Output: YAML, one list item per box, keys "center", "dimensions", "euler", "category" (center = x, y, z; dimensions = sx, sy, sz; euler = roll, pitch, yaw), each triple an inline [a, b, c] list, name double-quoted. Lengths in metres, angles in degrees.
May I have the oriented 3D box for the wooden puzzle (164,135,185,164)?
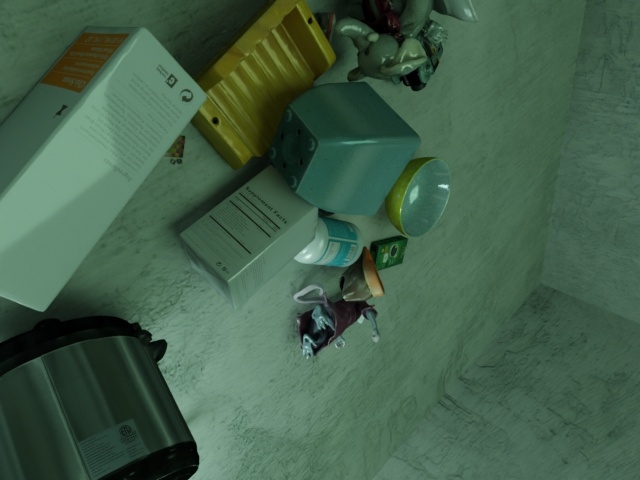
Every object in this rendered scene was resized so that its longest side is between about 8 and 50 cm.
- center: [-0.329, -0.211, 1.048]
  dimensions: [0.049, 0.006, 0.083]
  euler: [-5, 114, -45]
  category: "wooden puzzle"

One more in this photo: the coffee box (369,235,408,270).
- center: [0.257, 0.049, 1.791]
  dimensions: [0.184, 0.040, 0.113]
  euler: [-13, 120, -42]
  category: "coffee box"

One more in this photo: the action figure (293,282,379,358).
- center: [0.057, 0.258, 1.633]
  dimensions: [0.370, 0.248, 0.276]
  euler: [-21, 84, -52]
  category: "action figure"

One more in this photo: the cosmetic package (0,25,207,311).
- center: [-0.429, -0.140, 0.793]
  dimensions: [0.453, 0.230, 0.161]
  euler: [-58, 139, -12]
  category: "cosmetic package"

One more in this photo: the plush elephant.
- center: [0.143, -0.508, 1.117]
  dimensions: [0.330, 0.271, 0.255]
  euler: [37, 76, -28]
  category: "plush elephant"

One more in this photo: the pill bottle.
- center: [0.000, 0.000, 1.407]
  dimensions: [0.264, 0.146, 0.146]
  euler: [9, 104, -49]
  category: "pill bottle"

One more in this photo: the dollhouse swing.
- center: [-0.085, -0.346, 0.991]
  dimensions: [0.347, 0.305, 0.315]
  euler: [-52, 130, -14]
  category: "dollhouse swing"

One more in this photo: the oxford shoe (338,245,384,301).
- center: [0.118, 0.109, 1.533]
  dimensions: [0.132, 0.364, 0.130]
  euler: [-23, 96, 6]
  category: "oxford shoe"

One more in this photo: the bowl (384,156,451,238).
- center: [0.313, -0.166, 1.643]
  dimensions: [0.289, 0.156, 0.290]
  euler: [-24, 126, -37]
  category: "bowl"

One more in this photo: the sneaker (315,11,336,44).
- center: [-0.008, -0.507, 1.207]
  dimensions: [0.064, 0.061, 0.158]
  euler: [6, 116, -16]
  category: "sneaker"

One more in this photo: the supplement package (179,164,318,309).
- center: [-0.167, -0.010, 1.163]
  dimensions: [0.293, 0.175, 0.178]
  euler: [-42, 161, -23]
  category: "supplement package"

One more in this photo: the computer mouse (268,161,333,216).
- center: [-0.035, -0.177, 1.341]
  dimensions: [0.272, 0.072, 0.189]
  euler: [44, 77, -38]
  category: "computer mouse"

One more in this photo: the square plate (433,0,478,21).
- center: [0.248, -0.690, 1.134]
  dimensions: [0.049, 0.344, 0.347]
  euler: [-30, 115, 17]
  category: "square plate"

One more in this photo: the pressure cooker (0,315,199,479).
- center: [-0.473, 0.345, 0.906]
  dimensions: [0.375, 0.420, 0.370]
  euler: [-38, 159, 3]
  category: "pressure cooker"

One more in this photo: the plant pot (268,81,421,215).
- center: [0.026, -0.215, 1.109]
  dimensions: [0.252, 0.248, 0.247]
  euler: [-9, 142, -38]
  category: "plant pot"

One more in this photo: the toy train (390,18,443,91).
- center: [0.253, -0.604, 1.368]
  dimensions: [0.334, 0.142, 0.190]
  euler: [48, 61, -45]
  category: "toy train"
